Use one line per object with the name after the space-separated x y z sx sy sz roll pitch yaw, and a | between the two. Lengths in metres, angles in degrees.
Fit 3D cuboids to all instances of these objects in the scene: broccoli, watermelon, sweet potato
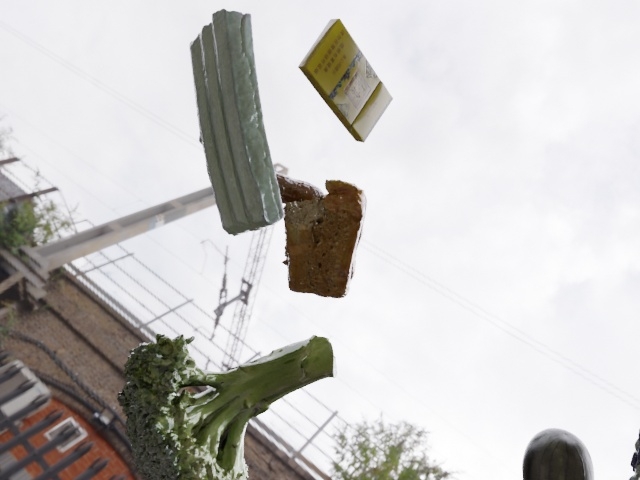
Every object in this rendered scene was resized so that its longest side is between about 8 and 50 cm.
-0.164 0.340 1.018 0.275 0.396 0.353 58 -43 29 | broccoli
0.273 0.274 0.615 0.078 0.078 0.111 0 -95 35 | watermelon
-0.082 -0.112 1.170 0.066 0.314 0.072 -63 -147 15 | sweet potato

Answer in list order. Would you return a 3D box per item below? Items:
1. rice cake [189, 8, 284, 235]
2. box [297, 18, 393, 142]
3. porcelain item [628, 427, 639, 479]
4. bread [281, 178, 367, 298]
-0.100 -0.124 0.606 0.127 0.043 0.237 -5 -84 58 | rice cake
0.069 -0.390 1.328 0.041 0.153 0.279 20 -17 46 | box
0.438 0.304 0.727 0.021 0.075 0.136 14 -21 37 | porcelain item
0.000 0.000 1.208 0.185 0.109 0.380 12 -34 4 | bread
